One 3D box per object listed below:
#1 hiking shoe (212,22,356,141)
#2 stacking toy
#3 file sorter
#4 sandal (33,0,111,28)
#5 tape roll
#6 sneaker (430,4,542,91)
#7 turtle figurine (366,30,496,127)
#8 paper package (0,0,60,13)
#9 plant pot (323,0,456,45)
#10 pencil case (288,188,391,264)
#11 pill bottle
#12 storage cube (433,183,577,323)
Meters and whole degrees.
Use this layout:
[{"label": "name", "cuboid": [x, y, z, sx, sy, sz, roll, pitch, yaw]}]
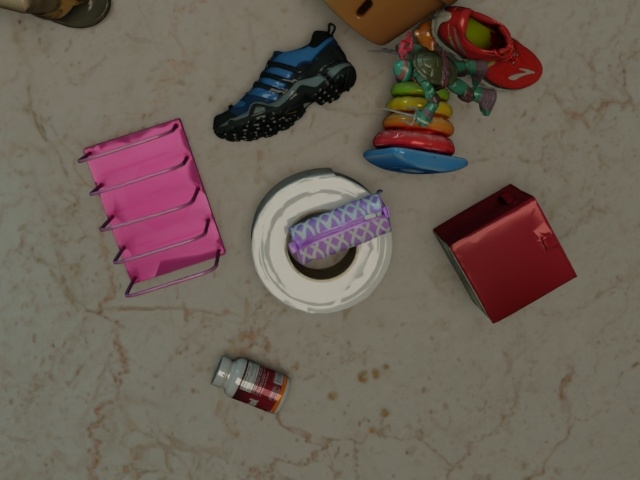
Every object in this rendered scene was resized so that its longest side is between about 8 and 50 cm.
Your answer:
[{"label": "hiking shoe", "cuboid": [-0.081, -0.299, 1.879, 0.304, 0.113, 0.132, -26, 72, 7]}, {"label": "stacking toy", "cuboid": [0.196, -0.285, 1.877, 0.175, 0.166, 0.302, 6, 90, -24]}, {"label": "file sorter", "cuboid": [-0.326, -0.061, 1.850, 0.202, 0.182, 0.291, -18, 103, -1]}, {"label": "sandal", "cuboid": [-0.511, -0.461, 1.814, 0.219, 0.060, 0.090, 16, 100, -8]}, {"label": "tape roll", "cuboid": [0.000, 0.000, 1.933, 0.286, 0.100, 0.286, -1, 102, -4]}, {"label": "sneaker", "cuboid": [0.338, -0.366, 1.849, 0.279, 0.118, 0.107, 21, 87, -32]}, {"label": "turtle figurine", "cuboid": [0.205, -0.298, 1.765, 0.234, 0.118, 0.175, 4, 75, -21]}, {"label": "paper package", "cuboid": [-0.612, -0.583, 1.697, 0.325, 0.168, 0.309, 15, 100, 3]}, {"label": "plant pot", "cuboid": [0.113, -0.502, 1.766, 0.291, 0.291, 0.203, 41, 113, -11]}, {"label": "pencil case", "cuboid": [0.039, -0.021, 1.836, 0.206, 0.088, 0.086, -23, 100, 1]}, {"label": "pill bottle", "cuboid": [-0.145, 0.297, 1.988, 0.152, 0.086, 0.086, 23, 99, -8]}, {"label": "storage cube", "cuboid": [0.367, 0.026, 1.926, 0.193, 0.183, 0.215, -30, 103, 2]}]
